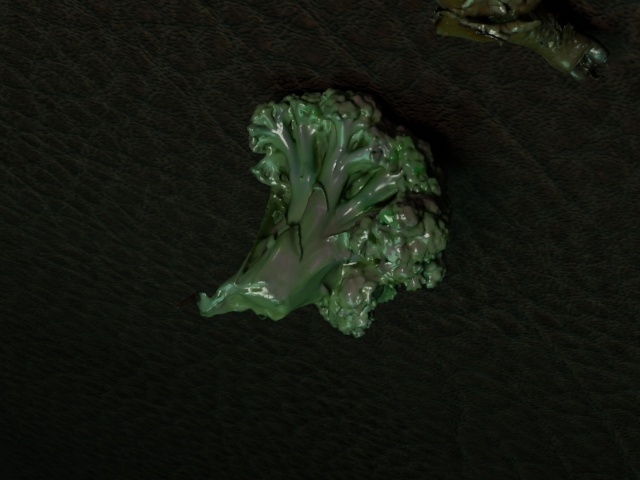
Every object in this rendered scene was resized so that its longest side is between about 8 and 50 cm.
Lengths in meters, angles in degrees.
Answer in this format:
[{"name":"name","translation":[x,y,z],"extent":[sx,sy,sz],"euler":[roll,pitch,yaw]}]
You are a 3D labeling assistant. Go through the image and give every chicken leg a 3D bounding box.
[{"name":"chicken leg","translation":[0.150,-0.183,1.556],"extent":[0.125,0.080,0.196],"euler":[31,-178,31]}]

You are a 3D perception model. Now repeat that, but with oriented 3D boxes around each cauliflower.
[{"name":"cauliflower","translation":[0.000,0.000,1.874],"extent":[0.239,0.315,0.256],"euler":[38,150,22]}]
